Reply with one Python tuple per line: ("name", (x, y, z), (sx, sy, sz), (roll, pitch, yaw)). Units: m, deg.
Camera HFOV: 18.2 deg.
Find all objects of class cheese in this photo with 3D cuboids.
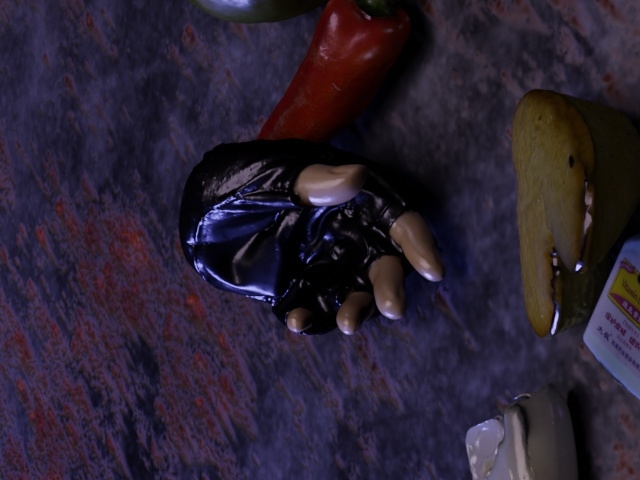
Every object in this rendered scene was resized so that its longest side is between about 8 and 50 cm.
("cheese", (0.125, 0.216, 1.217), (0.127, 0.050, 0.235), (-33, 64, 47))

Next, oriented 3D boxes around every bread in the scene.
("bread", (0.152, -0.012, 1.156), (0.187, 0.065, 0.149), (-129, 40, -79))

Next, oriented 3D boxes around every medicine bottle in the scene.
("medicine bottle", (0.202, 0.027, 1.107), (0.074, 0.055, 0.118), (50, 128, 45))

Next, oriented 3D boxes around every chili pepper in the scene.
("chili pepper", (0.006, -0.110, 1.392), (0.063, 0.071, 0.272), (38, 136, 3))

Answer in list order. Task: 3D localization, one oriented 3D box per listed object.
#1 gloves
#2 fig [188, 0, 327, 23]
("gloves", (0.000, 0.000, 1.357), (0.203, 0.124, 0.164), (14, 140, 25))
("fig", (-0.057, -0.253, 1.398), (0.181, 0.191, 0.181), (-35, 30, 24))
